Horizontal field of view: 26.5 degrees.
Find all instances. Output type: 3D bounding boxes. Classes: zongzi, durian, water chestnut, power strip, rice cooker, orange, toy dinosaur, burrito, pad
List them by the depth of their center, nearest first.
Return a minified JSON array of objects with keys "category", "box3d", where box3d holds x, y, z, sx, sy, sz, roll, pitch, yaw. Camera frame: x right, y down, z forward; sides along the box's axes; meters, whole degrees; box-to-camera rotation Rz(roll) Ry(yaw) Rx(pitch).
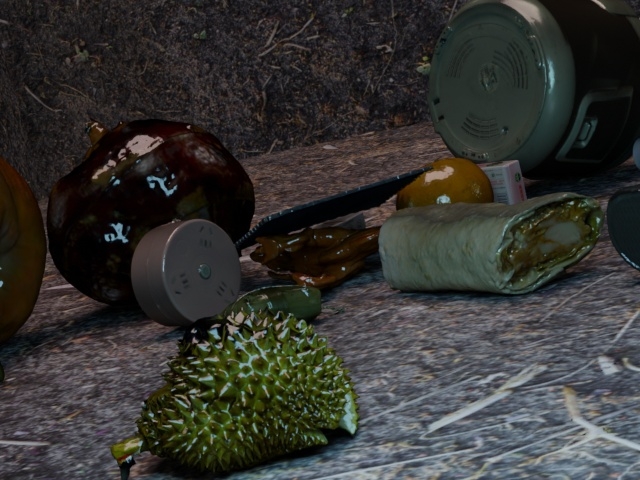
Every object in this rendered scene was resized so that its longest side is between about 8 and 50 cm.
[{"category":"durian","box3d":[-0.090,0.137,1.283,0.237,0.138,0.193,-16,10,-8]},{"category":"burrito","box3d":[0.204,0.002,1.719,0.143,0.105,0.299,-36,19,-33]},{"category":"zongzi","box3d":[-0.053,0.089,1.792,0.154,0.062,0.130,-11,-4,-25]},{"category":"power strip","box3d":[-0.188,0.044,1.918,0.078,0.154,0.154,-7,11,43]},{"category":"toy dinosaur","box3d":[0.026,0.022,1.941,0.432,0.097,0.208,-6,7,41]},{"category":"pad","box3d":[0.011,-0.045,2.023,0.269,0.012,0.269,-17,-6,-19]},{"category":"orange","box3d":[0.193,-0.067,2.120,0.156,0.124,0.156,-12,13,3]},{"category":"water chestnut","box3d":[-0.293,-0.068,2.165,0.335,0.347,0.335,-32,-16,-10]},{"category":"rice cooker","box3d":[0.386,-0.256,2.298,0.325,0.335,0.335,-4,1,-40]}]

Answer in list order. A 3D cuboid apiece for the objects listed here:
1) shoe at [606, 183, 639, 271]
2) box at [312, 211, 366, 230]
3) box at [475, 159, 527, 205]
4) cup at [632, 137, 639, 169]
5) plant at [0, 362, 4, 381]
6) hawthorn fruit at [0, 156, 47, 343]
[{"category":"shoe","box3d":[0.447,-0.016,1.528,0.241,0.108,0.093,1,15,35]},{"category":"box","box3d":[0.000,0.000,2.262,0.055,0.039,0.218,-6,12,33]},{"category":"box","box3d":[0.268,-0.078,2.191,0.125,0.089,0.043,-2,15,45]},{"category":"cup","box3d":[0.566,-0.137,2.206,0.116,0.074,0.104,-9,39,48]},{"category":"plant","box3d":[-0.519,0.071,1.786,0.180,0.333,0.251,3,0,11]},{"category":"hawthorn fruit","box3d":[-0.642,-0.006,2.046,0.471,0.472,0.472,-13,9,2]}]
